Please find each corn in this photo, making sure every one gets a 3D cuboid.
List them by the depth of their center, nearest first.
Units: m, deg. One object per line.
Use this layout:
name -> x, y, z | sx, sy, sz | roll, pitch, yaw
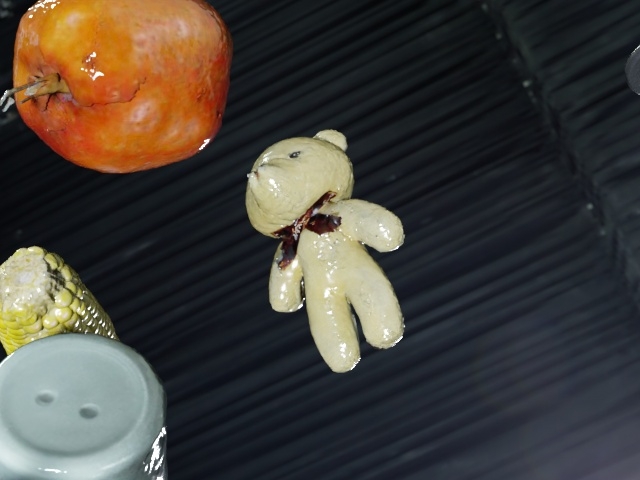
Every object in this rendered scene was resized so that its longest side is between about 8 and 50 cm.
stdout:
corn -> -0.313, 0.116, 1.385 | 0.347, 0.130, 0.130 | 87, 162, -65

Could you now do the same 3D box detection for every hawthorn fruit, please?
hawthorn fruit -> -0.212, -0.164, 1.136 | 0.299, 0.211, 0.211 | -24, -93, -56

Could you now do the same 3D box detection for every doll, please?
doll -> 0.004, 0.001, 0.456 | 0.093, 0.061, 0.051 | 59, -161, 5

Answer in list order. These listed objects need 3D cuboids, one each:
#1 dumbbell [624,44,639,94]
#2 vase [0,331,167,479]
dumbbell -> 0.262, -0.109, 0.838 | 0.069, 0.069, 0.147 | 52, -159, -52
vase -> -0.256, 0.245, 1.216 | 0.245, 0.245, 0.291 | -107, 17, -44
